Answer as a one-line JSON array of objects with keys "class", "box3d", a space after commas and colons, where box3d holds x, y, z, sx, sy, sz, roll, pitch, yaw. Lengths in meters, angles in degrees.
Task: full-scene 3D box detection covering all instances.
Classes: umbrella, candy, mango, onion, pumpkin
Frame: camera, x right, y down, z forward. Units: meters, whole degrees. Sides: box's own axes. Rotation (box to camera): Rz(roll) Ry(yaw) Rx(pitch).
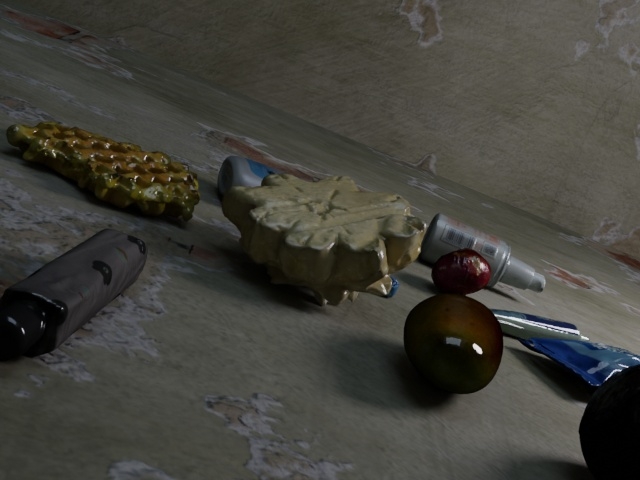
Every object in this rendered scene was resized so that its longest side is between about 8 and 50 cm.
[{"class": "umbrella", "box3d": [-0.247, 0.049, 0.980, 0.073, 0.067, 0.337, 10, 13, 3]}, {"class": "candy", "box3d": [0.495, 0.218, 1.593, 0.331, 0.077, 0.187, 17, 7, -28]}, {"class": "mango", "box3d": [0.170, 0.131, 1.276, 0.133, 0.111, 0.267, 41, 14, 7]}, {"class": "onion", "box3d": [0.249, 0.061, 1.757, 0.107, 0.097, 0.107, -3, -14, -1]}, {"class": "pumpkin", "box3d": [0.415, 0.244, 1.134, 0.233, 0.163, 0.233, 30, 3, -2]}]

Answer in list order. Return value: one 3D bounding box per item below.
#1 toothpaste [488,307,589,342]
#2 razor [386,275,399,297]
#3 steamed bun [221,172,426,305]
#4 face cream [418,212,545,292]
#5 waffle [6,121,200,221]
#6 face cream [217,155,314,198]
[{"class": "toothpaste", "box3d": [0.350, 0.147, 1.690, 0.268, 0.047, 0.069, 14, 28, -23]}, {"class": "razor", "box3d": [0.008, 0.025, 1.577, 0.253, 0.042, 0.082, 25, 22, -3]}, {"class": "steamed bun", "box3d": [0.000, 0.000, 1.444, 0.295, 0.137, 0.292, 6, 26, 1]}, {"class": "face cream", "box3d": [0.325, 0.038, 1.952, 0.252, 0.101, 0.101, 24, 13, -2]}, {"class": "waffle", "box3d": [-0.322, -0.112, 1.526, 0.301, 0.058, 0.281, 22, 12, -1]}, {"class": "face cream", "box3d": [-0.018, -0.062, 1.799, 0.337, 0.080, 0.163, 19, 14, -19]}]
